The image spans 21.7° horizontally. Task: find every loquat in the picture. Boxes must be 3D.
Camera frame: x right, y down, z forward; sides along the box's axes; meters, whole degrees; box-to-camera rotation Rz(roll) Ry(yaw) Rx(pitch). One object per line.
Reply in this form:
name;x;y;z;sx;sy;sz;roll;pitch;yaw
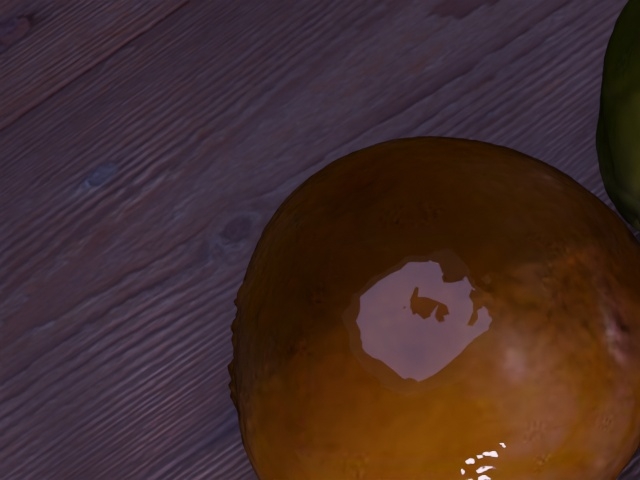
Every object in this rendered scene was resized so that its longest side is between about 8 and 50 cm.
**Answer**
loquat;0.088;0.082;1.227;0.328;0.328;0.328;-6;64;13

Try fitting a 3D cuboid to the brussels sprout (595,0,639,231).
brussels sprout;0.374;-0.096;1.261;0.344;0.268;0.344;-9;75;35
